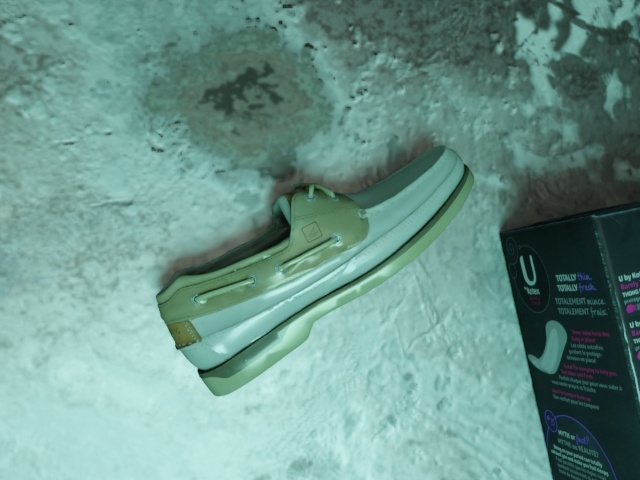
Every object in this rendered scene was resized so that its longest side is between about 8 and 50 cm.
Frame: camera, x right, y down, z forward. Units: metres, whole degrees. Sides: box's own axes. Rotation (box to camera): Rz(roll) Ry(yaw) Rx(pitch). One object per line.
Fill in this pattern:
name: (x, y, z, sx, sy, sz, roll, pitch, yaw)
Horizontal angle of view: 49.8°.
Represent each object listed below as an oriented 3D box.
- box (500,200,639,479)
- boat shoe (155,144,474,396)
box: (0.289, 0.103, 0.627, 0.143, 0.165, 0.271, -12, 89, -14)
boat shoe: (0.000, 0.000, 0.593, 0.302, 0.113, 0.103, -38, 100, -13)
